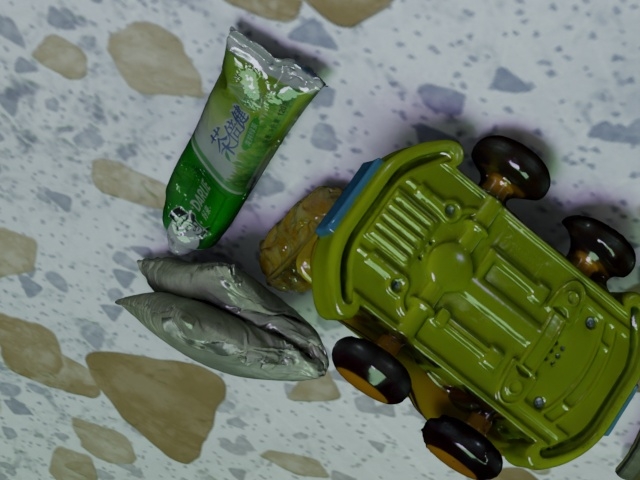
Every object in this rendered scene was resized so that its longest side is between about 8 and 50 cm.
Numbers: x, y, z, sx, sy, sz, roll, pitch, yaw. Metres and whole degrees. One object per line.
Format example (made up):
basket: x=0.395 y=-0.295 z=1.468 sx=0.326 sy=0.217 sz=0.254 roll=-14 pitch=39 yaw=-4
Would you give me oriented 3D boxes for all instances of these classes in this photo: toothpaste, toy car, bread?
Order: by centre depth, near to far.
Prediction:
toy car: x=0.099 y=0.046 z=0.920 sx=0.248 sy=0.200 sz=0.142 roll=43 pitch=166 yaw=-11
toothpaste: x=-0.072 y=-0.061 z=0.980 sx=0.078 sy=0.047 sz=0.248 roll=31 pitch=140 yaw=-3
bread: x=0.000 y=0.000 z=1.006 sx=0.066 sy=0.060 sz=0.110 roll=57 pitch=140 yaw=8

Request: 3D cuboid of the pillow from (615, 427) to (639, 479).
pillow: x=0.354 y=0.160 z=1.019 sx=0.212 sy=0.052 sz=0.208 roll=12 pitch=147 yaw=5

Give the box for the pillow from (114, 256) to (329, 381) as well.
pillow: x=-0.084 y=0.068 z=1.075 sx=0.134 sy=0.077 sz=0.181 roll=32 pitch=168 yaw=-26
